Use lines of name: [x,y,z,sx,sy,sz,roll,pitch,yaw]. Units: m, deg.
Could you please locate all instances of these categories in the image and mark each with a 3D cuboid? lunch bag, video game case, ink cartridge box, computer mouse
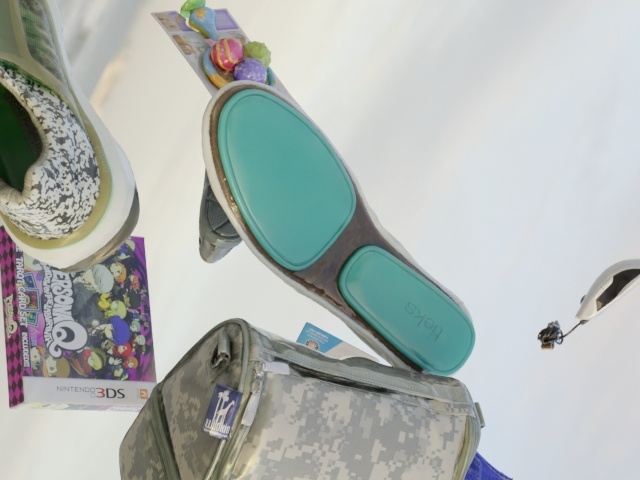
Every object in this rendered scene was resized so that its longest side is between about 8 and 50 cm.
lunch bag: [-0.021,0.209,1.604,0.256,0.305,0.213,-56,-147,29]
video game case: [-0.305,0.099,2.059,0.041,0.210,0.232,-20,-110,43]
ink cartridge box: [-0.012,0.207,2.024,0.181,0.104,0.061,-61,172,-8]
computer mouse: [0.362,0.075,2.143,0.193,0.042,0.106,-40,169,18]

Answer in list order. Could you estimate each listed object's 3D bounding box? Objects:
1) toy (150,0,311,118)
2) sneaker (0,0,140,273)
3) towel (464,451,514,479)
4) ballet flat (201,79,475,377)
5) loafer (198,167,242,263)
toy: [-0.117,-0.255,2.242,0.136,0.237,0.056,-10,140,-41]
sneaker: [-0.314,-0.167,1.512,0.158,0.410,0.182,-36,163,4]
towel: [0.185,0.343,2.095,0.076,0.308,0.228,-40,-154,27]
ballet flat: [0.000,0.000,1.671,0.139,0.400,0.139,-36,-157,18]
loafer: [-0.129,-0.087,2.300,0.084,0.096,0.268,123,-15,-51]
